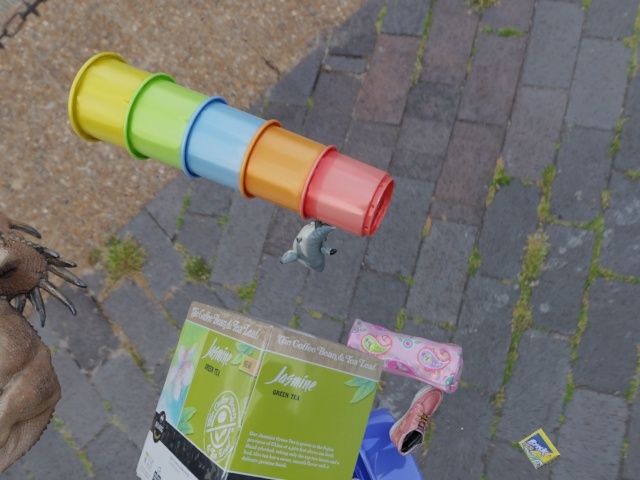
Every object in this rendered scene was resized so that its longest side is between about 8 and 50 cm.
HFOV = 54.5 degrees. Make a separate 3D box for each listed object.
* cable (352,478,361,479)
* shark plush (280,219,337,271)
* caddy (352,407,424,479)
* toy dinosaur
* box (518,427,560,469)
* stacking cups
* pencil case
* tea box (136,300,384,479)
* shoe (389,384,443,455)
[{"bbox_3d":[0.075,0.673,1.399,0.089,0.257,0.257,-4,101,-17],"label":"cable"},{"bbox_3d":[0.000,0.000,0.980,0.067,0.161,0.073,37,51,0],"label":"shark plush"},{"bbox_3d":[0.126,0.599,1.612,0.179,0.241,0.341,-20,79,-22],"label":"caddy"},{"bbox_3d":[-0.310,0.110,0.604,0.127,0.200,0.295,-5,100,23],"label":"toy dinosaur"},{"bbox_3d":[0.435,0.416,1.227,0.054,0.169,0.059,-36,61,6],"label":"box"},{"bbox_3d":[-0.086,-0.090,0.591,0.316,0.096,0.096,22,80,17],"label":"stacking cups"},{"bbox_3d":[0.195,0.276,1.481,0.284,0.124,0.124,12,77,16],"label":"pencil case"},{"bbox_3d":[-0.111,0.293,1.016,0.329,0.220,0.323,1,71,58],"label":"tea box"},{"bbox_3d":[0.237,0.425,1.469,0.063,0.081,0.178,38,94,-14],"label":"shoe"}]
